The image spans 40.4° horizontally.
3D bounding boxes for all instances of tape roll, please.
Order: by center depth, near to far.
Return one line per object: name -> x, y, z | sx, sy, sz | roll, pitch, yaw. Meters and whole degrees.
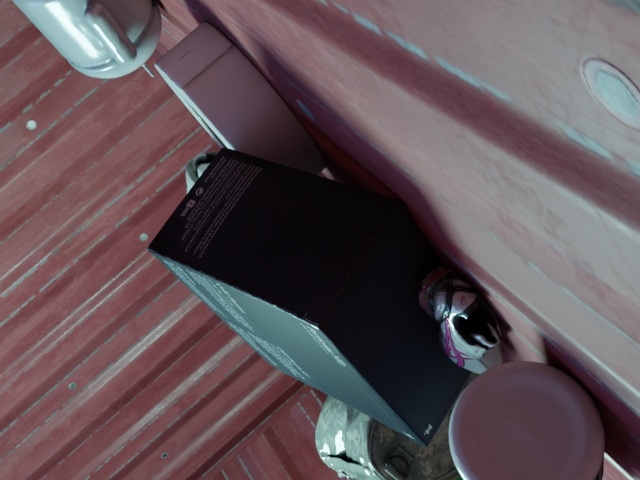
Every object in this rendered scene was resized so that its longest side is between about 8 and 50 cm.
tape roll -> -0.120, -0.185, 1.302 | 0.286, 0.100, 0.286 | 50, 177, 3

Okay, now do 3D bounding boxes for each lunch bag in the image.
lunch bag -> 0.130, 0.274, 1.383 | 0.212, 0.256, 0.305 | 49, 162, -5

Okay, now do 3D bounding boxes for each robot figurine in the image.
robot figurine -> -0.418, -0.430, 1.563 | 0.300, 0.199, 0.353 | 58, -177, 36

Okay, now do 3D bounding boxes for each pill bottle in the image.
pill bottle -> 0.235, 0.239, 0.964 | 0.153, 0.153, 0.265 | 47, 176, 29

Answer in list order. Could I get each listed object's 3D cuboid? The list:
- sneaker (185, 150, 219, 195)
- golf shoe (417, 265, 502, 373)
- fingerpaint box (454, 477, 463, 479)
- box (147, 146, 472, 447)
sneaker -> -0.165, -0.088, 1.376 | 0.118, 0.110, 0.292 | 58, 167, -15
golf shoe -> 0.178, 0.113, 1.024 | 0.086, 0.067, 0.186 | 44, 174, 48
fingerpaint box -> 0.227, 0.409, 1.856 | 0.371, 0.163, 0.445 | 59, 174, -30
box -> 0.007, 0.075, 1.152 | 0.312, 0.179, 0.343 | 22, 159, 40
